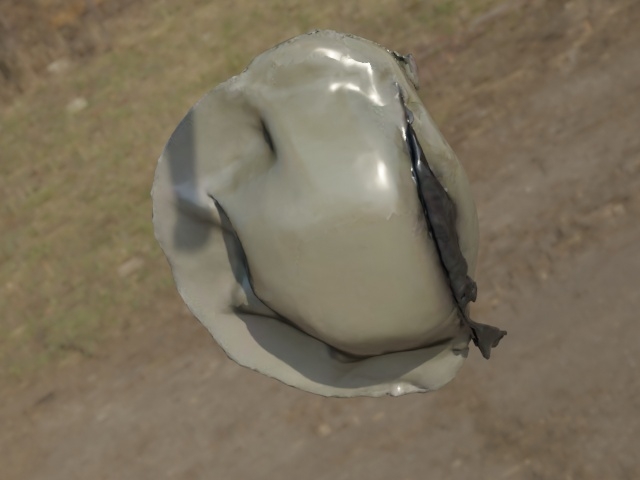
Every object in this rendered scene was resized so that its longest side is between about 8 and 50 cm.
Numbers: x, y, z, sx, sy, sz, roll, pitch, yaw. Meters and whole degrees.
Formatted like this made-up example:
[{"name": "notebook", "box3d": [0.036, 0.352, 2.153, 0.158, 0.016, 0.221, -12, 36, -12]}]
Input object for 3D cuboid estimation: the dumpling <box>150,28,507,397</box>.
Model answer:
[{"name": "dumpling", "box3d": [0.012, 0.005, 1.019, 0.204, 0.293, 0.163, -23, 31, -15]}]
